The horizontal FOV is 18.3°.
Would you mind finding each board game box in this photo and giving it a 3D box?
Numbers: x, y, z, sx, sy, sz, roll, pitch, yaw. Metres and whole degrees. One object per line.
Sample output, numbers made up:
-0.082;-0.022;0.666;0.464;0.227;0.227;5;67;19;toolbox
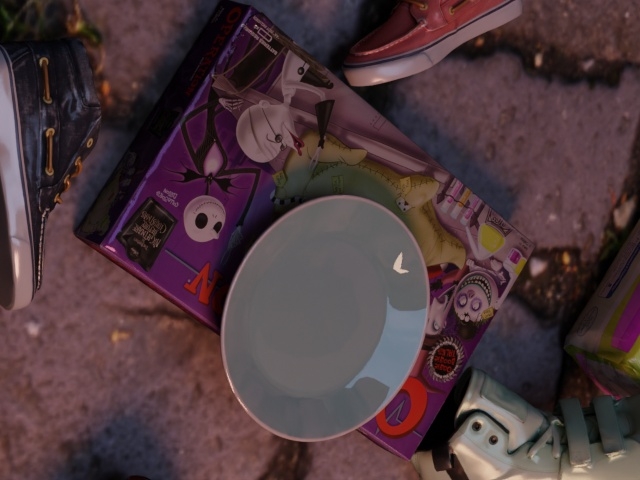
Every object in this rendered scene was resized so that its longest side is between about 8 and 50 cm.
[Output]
0.000;0.000;1.504;0.347;0.056;0.208;37;84;-35;board game box

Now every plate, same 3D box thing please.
0.001;0.056;1.476;0.188;0.024;0.188;-10;108;-34;plate

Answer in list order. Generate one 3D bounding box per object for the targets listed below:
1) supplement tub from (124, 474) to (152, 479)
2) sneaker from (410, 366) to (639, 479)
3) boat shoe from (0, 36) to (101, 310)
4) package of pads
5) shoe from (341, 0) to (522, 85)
-0.165;0.268;1.415;0.198;0.106;0.106;-45;122;-18;supplement tub
0.191;0.149;1.590;0.256;0.094;0.151;-30;118;11;sneaker
-0.188;-0.046;1.347;0.083;0.065;0.183;-11;107;-31;boat shoe
0.368;0.088;1.747;0.296;0.101;0.229;40;77;-34;package of pads
0.078;-0.183;1.506;0.178;0.063;0.081;-30;115;-32;shoe
